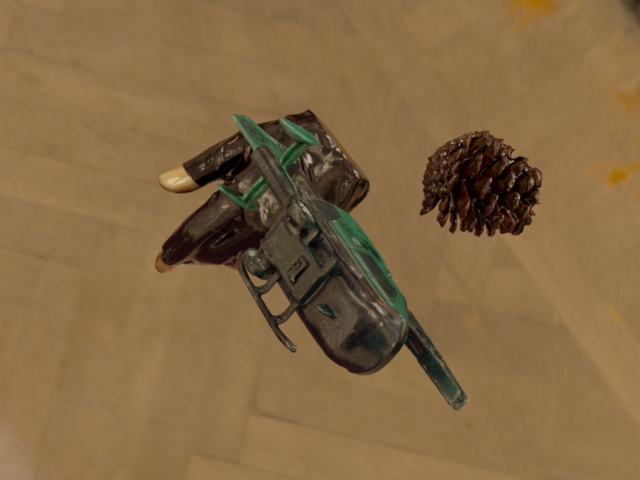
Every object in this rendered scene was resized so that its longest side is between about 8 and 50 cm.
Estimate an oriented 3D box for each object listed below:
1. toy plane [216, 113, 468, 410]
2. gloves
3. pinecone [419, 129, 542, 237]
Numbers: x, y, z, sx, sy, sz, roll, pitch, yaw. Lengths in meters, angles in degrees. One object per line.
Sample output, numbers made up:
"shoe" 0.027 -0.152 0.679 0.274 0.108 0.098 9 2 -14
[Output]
"toy plane" 0.000 0.000 0.856 0.060 0.096 0.235 -50 49 21
"gloves" -0.092 -0.047 1.976 0.301 0.152 0.197 -35 97 26
"pinecone" 0.109 -0.035 1.048 0.083 0.077 0.077 28 84 1
